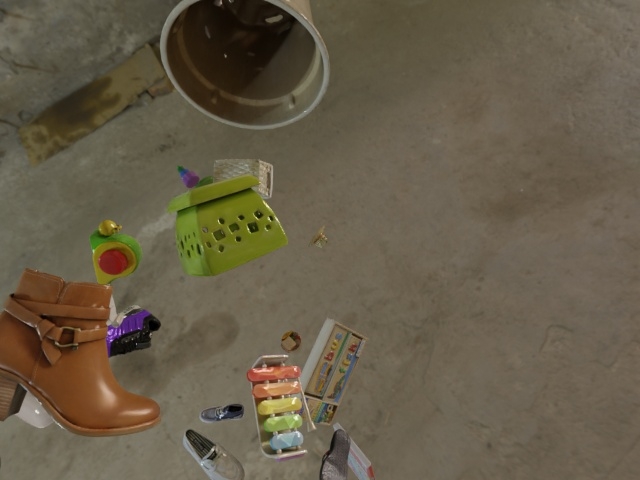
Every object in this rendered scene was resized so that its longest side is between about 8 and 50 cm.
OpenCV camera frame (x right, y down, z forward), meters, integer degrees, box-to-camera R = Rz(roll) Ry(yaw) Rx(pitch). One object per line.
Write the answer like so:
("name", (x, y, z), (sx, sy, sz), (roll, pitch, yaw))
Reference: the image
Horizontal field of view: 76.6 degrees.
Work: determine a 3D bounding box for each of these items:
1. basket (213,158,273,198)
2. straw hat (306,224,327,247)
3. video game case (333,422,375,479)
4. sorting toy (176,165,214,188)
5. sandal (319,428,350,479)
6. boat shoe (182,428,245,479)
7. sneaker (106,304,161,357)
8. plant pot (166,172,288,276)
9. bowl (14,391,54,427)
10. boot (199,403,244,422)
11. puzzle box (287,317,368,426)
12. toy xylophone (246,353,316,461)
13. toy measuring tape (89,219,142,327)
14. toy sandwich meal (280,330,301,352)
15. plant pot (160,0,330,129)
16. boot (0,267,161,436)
("basket", (-0.245, -0.193, 1.271), (0.167, 0.103, 0.113), (2, 89, 14))
("straw hat", (0.000, 0.000, 1.939), (0.061, 0.144, 0.144), (39, 80, 5))
("video game case", (0.140, 0.851, 1.559), (0.025, 0.285, 0.204), (-31, 39, -21))
("sorting toy", (-0.538, -0.266, 1.840), (0.127, 0.365, 0.126), (-46, 76, 4))
("sandal", (0.033, 0.522, 0.956), (0.067, 0.179, 0.040), (45, 108, 2))
("boat shoe", (-0.324, 0.644, 1.201), (0.226, 0.075, 0.083), (27, 52, 14))
("sneaker", (-0.624, 0.315, 1.305), (0.146, 0.293, 0.102), (24, 115, 5))
("plant pot", (-0.253, -0.045, 1.046), (0.228, 0.227, 0.207), (-23, 101, -33))
("bowl", (-0.597, 0.313, 0.882), (0.053, 0.142, 0.142), (16, 51, 42))
("boot", (-0.423, 0.734, 1.740), (0.190, 0.086, 0.069), (-1, 49, -13))
("puzzle box", (0.034, 0.549, 1.679), (0.052, 0.272, 0.408), (14, 75, 44))
("toy xylophone", (-0.117, 0.523, 1.297), (0.081, 0.236, 0.322), (-41, 60, 37))
("toy measuring tape", (-0.545, 0.097, 1.118), (0.122, 0.329, 0.121), (2, 25, -1))
("toy sandwich meal", (-0.111, 0.379, 1.526), (0.086, 0.029, 0.085), (4, 59, -7))
("plant pot", (-0.144, -0.474, 0.886), (0.334, 0.333, 0.305), (-4, 62, 11))
("boot", (-0.372, 0.179, 0.652), (0.284, 0.109, 0.220), (19, 75, -16))
